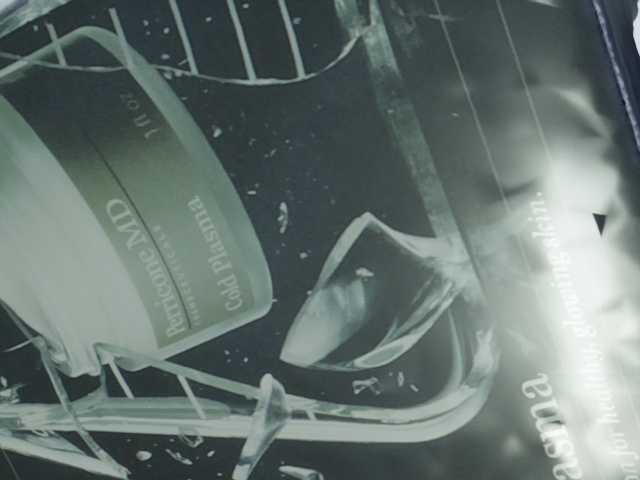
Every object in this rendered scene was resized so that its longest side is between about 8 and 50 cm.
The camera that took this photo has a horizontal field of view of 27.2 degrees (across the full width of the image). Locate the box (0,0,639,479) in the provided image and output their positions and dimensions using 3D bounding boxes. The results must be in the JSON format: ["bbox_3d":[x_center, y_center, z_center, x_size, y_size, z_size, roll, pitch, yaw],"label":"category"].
[{"bbox_3d":[0.000,0.000,0.849,0.480,0.471,0.297,67,24,-19],"label":"box"}]
